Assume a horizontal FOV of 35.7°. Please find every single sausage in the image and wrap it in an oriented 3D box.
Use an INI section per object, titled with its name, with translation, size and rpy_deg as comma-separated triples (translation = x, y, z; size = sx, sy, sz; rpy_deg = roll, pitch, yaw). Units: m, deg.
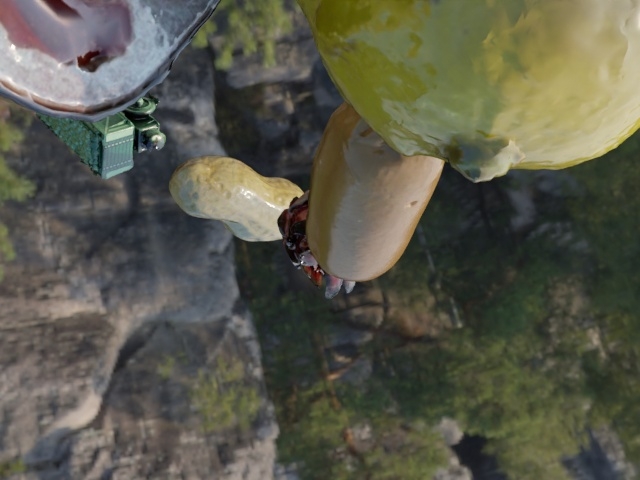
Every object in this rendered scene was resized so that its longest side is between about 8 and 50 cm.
[sausage]
translation = 0.054, -0.058, 1.089
size = 0.134, 0.116, 0.354
rpy_deg = 21, 157, 5

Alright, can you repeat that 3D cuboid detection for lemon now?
[lemon]
translation = 0.110, -0.182, 0.592
size = 0.260, 0.284, 0.260
rpy_deg = -16, 164, -5

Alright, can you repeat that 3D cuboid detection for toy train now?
[toy train]
translation = -0.388, -0.219, 1.754
size = 0.154, 0.269, 0.115
rpy_deg = -29, 145, -31

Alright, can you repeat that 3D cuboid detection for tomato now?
[tomato]
translation = -0.158, -0.188, 0.591
size = 0.214, 0.155, 0.181
rpy_deg = -48, 129, -13

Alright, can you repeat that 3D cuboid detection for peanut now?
[peanut]
translation = -0.133, -0.067, 1.625
size = 0.125, 0.111, 0.274
rpy_deg = -35, 142, 31

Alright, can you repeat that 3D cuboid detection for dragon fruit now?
[dragon fruit]
translation = 0.001, -0.006, 1.328
size = 0.130, 0.142, 0.121
rpy_deg = -4, 133, -24
